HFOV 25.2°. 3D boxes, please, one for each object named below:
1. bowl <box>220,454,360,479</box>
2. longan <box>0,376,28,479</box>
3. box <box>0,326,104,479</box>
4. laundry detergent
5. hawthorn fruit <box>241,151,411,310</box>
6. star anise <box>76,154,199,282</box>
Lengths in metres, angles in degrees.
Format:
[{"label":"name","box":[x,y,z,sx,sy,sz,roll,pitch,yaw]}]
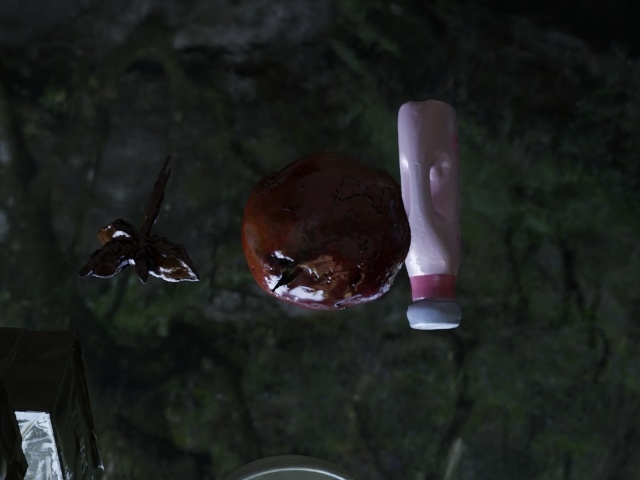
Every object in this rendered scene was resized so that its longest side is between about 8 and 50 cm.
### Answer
[{"label":"bowl","box":[-0.039,0.376,1.724,0.277,0.277,0.145,13,-170,-6]},{"label":"longan","box":[-0.454,0.177,1.100,0.404,0.436,0.404,39,-142,-40]},{"label":"box","box":[-0.365,0.242,1.763,0.155,0.231,0.149,2,-144,5]},{"label":"laundry detergent","box":[0.166,-0.036,2.147,0.088,0.335,0.159,-4,170,18]},{"label":"hawthorn fruit","box":[0.000,0.000,1.521,0.181,0.181,0.235,21,-156,12]},{"label":"star anise","box":[-0.231,-0.021,1.867,0.158,0.144,0.140,6,-154,-10]}]
